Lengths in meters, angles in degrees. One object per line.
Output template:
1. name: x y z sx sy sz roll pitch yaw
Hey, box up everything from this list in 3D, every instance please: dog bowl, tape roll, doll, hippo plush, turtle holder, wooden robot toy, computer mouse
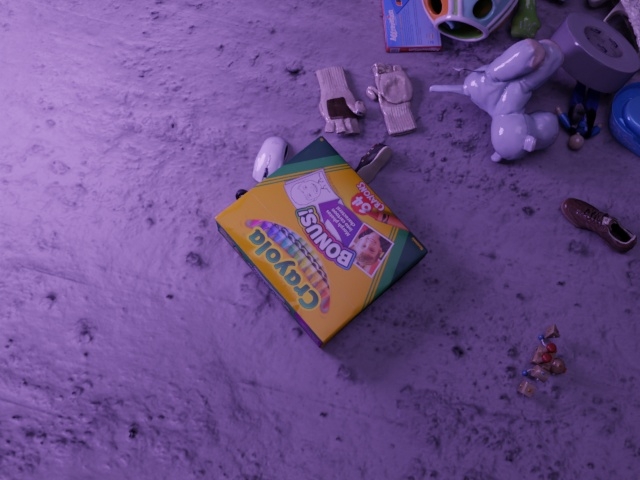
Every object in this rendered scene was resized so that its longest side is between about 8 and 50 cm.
1. dog bowl: 0.841 -0.262 1.806 0.297 0.074 0.166 38 73 11
2. tape roll: 0.679 -0.466 1.826 0.219 0.072 0.219 16 47 -18
3. doll: 0.645 -0.313 1.831 0.129 0.046 0.188 16 76 -6
4. hippo plush: 0.467 -0.319 1.728 0.294 0.234 0.236 -14 82 -27
5. turtle holder: 0.393 -0.619 1.860 0.243 0.320 0.227 6 81 39
6. wooden robot toy: 0.502 0.272 1.604 0.079 0.076 0.173 31 72 -2
7. computer mouse: -0.128 -0.171 1.756 0.106 0.042 0.192 13 70 3

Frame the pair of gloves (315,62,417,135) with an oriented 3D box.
1. pair of gloves: 0.115 -0.354 1.832 0.240 0.042 0.204 -4 70 -4

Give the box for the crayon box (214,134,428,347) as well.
1. crayon box: 0.000 0.000 1.649 0.313 0.106 0.363 -40 82 -16

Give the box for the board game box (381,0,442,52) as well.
1. board game box: 0.233 -0.621 1.941 0.145 0.027 0.281 -1 70 -4

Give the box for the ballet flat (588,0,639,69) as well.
1. ballet flat: 0.777 -0.620 1.910 0.147 0.147 0.408 -22 72 -9

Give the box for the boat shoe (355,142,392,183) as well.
1. boat shoe: 0.115 -0.179 1.769 0.133 0.049 0.042 -48 45 -8

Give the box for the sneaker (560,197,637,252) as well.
1. sneaker: 0.655 -0.047 1.721 0.188 0.071 0.066 36 73 10
